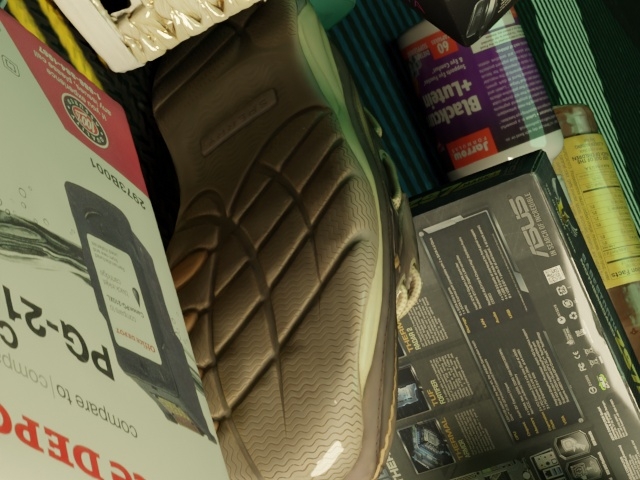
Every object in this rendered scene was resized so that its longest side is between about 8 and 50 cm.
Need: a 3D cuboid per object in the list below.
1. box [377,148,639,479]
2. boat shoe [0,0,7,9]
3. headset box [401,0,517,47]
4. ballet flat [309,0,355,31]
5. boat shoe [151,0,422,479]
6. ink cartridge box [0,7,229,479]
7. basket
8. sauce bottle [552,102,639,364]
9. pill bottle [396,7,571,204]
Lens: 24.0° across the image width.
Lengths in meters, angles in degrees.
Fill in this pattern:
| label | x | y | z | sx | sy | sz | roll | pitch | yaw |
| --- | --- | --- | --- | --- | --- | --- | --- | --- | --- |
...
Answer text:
| label | x | y | z | sx | sy | sz | roll | pitch | yaw |
| --- | --- | --- | --- | --- | --- | --- | --- | --- | --- |
| box | 0.092 | 0.085 | 0.899 | 0.233 | 0.183 | 0.059 | 64 | 21 | -9 |
| boat shoe | -0.160 | -0.226 | 0.689 | 0.108 | 0.102 | 0.301 | 40 | 35 | -51 |
| headset box | 0.024 | -0.289 | 0.945 | 0.246 | 0.131 | 0.283 | 43 | -2 | 23 |
| ballet flat | -0.039 | -0.180 | 0.979 | 0.077 | 0.091 | 0.241 | 56 | 10 | 7 |
| boat shoe | 0.000 | 0.000 | 0.775 | 0.130 | 0.132 | 0.355 | 40 | 29 | -35 |
| ink cartridge box | -0.125 | 0.023 | 0.487 | 0.172 | 0.100 | 0.237 | 40 | 23 | -50 |
| basket | -0.091 | -0.195 | 0.826 | 0.113 | 0.103 | 0.167 | 52 | 26 | -38 |
| sauce bottle | 0.265 | 0.042 | 1.463 | 0.111 | 0.111 | 0.344 | 8 | 65 | -66 |
| pill bottle | 0.148 | -0.108 | 1.316 | 0.193 | 0.108 | 0.108 | 69 | 21 | 0 |
